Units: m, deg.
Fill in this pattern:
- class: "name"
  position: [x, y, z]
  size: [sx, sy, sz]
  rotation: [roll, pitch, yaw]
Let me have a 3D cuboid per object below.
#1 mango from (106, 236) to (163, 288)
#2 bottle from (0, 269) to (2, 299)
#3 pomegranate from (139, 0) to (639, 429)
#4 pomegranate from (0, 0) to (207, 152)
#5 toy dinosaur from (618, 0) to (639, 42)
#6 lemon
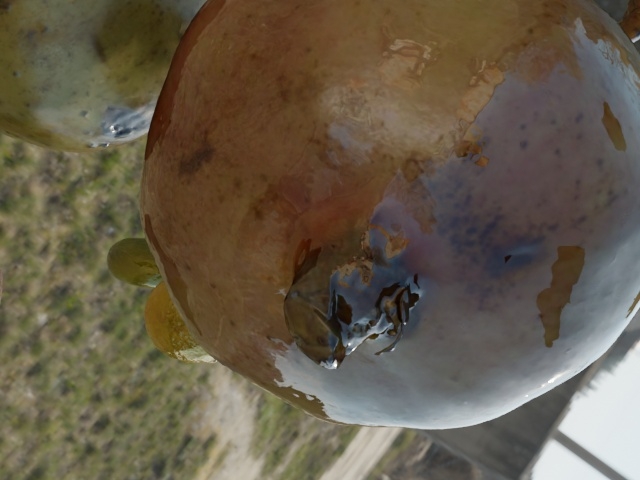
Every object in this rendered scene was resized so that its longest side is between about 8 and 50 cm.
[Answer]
- class: "mango"
  position: [-0.335, 0.041, 1.731]
  size: [0.122, 0.191, 0.085]
  rotation: [8, 95, -29]
- class: "bottle"
  position: [-0.469, 0.155, 1.009]
  size: [0.206, 0.296, 0.173]
  rotation: [16, 152, -36]
- class: "pomegranate"
  position: [0.047, -0.030, 0.574]
  size: [0.338, 0.338, 0.338]
  rotation: [-48, 163, -20]
- class: "pomegranate"
  position: [-0.195, -0.212, 0.743]
  size: [0.281, 0.281, 0.281]
  rotation: [-48, 163, -20]
- class: "toy dinosaur"
  position: [0.541, -0.376, 1.544]
  size: [0.432, 0.097, 0.208]
  rotation: [-46, -161, 18]
- class: "lemon"
  position: [-0.177, 0.111, 1.357]
  size: [0.142, 0.187, 0.142]
  rotation: [-6, 90, -68]
